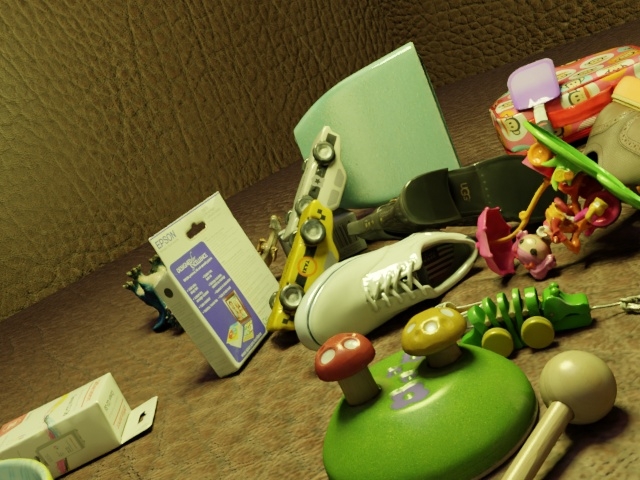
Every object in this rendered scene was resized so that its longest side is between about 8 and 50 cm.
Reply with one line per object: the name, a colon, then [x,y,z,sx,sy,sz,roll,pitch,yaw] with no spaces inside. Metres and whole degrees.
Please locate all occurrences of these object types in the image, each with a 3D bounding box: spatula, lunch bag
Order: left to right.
spatula: [0.361,-0.199,1.192,0.084,0.030,0.296,-17,40,22]
lunch bag: [0.462,-0.251,1.325,0.293,0.120,0.258,-22,13,14]

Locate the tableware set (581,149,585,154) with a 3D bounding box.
tableware set: [0.443,-0.137,1.078,0.128,0.039,0.194,-30,0,44]

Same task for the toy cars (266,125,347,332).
toy cars: [-0.002,-0.016,1.089,0.393,0.087,0.176,-83,16,-52]

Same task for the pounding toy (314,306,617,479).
pounding toy: [0.083,0.111,0.569,0.183,0.110,0.237,-32,13,-28]

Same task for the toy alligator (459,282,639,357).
toy alligator: [0.203,0.063,0.670,0.190,0.051,0.056,-21,13,21]

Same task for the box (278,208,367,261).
box: [0.000,0.000,1.297,0.126,0.072,0.137,-25,13,-8]

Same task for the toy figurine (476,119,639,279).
toy figurine: [0.249,-0.021,0.810,0.130,0.173,0.159,13,-63,-44]

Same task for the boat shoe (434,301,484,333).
boat shoe: [0.135,0.081,0.768,0.100,0.035,0.035,-13,17,44]

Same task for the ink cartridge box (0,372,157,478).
ink cartridge box: [-0.313,0.237,0.927,0.198,0.067,0.115,-26,12,-4]

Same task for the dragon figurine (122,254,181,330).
dragon figurine: [-0.294,0.114,1.369,0.085,0.144,0.289,-33,-5,-25]

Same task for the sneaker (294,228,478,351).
sneaker: [0.083,0.048,0.871,0.258,0.094,0.091,-32,9,-31]

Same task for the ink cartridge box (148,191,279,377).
ink cartridge box: [-0.143,0.055,1.024,0.045,0.208,0.206,-28,9,27]

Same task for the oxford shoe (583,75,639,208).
oxford shoe: [0.399,-0.077,0.806,0.132,0.130,0.363,-56,11,18]

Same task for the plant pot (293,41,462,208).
plant pot: [0.101,-0.173,1.303,0.252,0.247,0.247,-21,1,13]

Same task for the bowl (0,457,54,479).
bowl: [-0.251,0.277,0.419,0.290,0.156,0.289,-25,12,6]

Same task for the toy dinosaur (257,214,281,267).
toy dinosaur: [-0.115,0.057,1.304,0.211,0.064,0.112,-55,17,16]

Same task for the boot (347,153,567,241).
boot: [0.187,-0.047,1.044,0.263,0.091,0.229,-3,-9,-12]
